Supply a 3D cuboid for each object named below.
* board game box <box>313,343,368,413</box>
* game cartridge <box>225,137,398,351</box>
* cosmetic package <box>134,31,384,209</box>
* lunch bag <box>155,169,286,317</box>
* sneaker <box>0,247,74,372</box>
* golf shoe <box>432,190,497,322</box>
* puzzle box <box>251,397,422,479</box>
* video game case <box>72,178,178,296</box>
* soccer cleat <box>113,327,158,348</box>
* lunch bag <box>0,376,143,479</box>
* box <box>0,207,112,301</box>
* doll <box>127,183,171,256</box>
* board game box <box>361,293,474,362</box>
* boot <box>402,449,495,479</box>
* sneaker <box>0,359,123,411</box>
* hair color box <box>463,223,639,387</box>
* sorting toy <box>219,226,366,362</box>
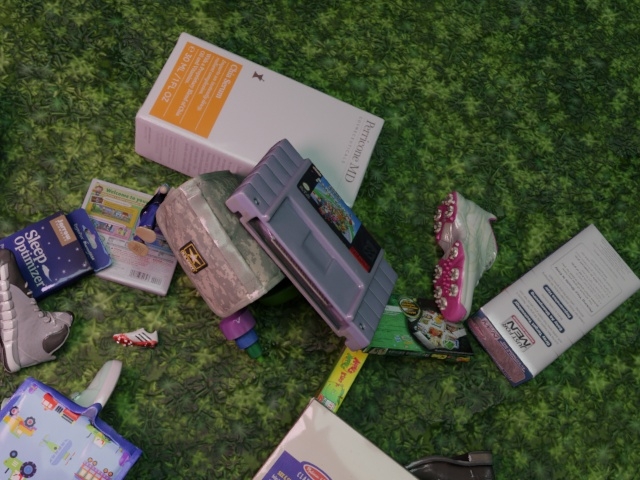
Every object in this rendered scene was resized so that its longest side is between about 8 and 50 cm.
[{"bbox_3d":[0.040,0.258,1.572,0.043,0.092,0.181,32,65,2],"label":"board game box"},{"bbox_3d":[0.000,0.000,1.487,0.355,0.068,0.230,50,39,-14],"label":"game cartridge"},{"bbox_3d":[-0.126,-0.214,1.690,0.453,0.161,0.230,22,65,-4],"label":"cosmetic package"},{"bbox_3d":[-0.175,0.003,1.487,0.169,0.287,0.235,-32,91,0],"label":"lunch bag"},{"bbox_3d":[-0.512,0.117,1.477,0.132,0.086,0.229,-7,109,-27],"label":"sneaker"},{"bbox_3d":[0.311,0.037,1.703,0.140,0.115,0.306,19,55,-16],"label":"golf shoe"},{"bbox_3d":[0.067,0.506,1.448,0.409,0.052,0.272,38,87,4],"label":"puzzle box"},{"bbox_3d":[-0.377,-0.007,1.622,0.212,0.023,0.193,17,66,-5],"label":"video game case"},{"bbox_3d":[-0.347,0.181,1.550,0.083,0.029,0.036,8,58,-13],"label":"soccer cleat"},{"bbox_3d":[-0.448,0.379,1.317,0.221,0.138,0.293,36,91,-1],"label":"lunch bag"},{"bbox_3d":[-0.523,0.036,1.545,0.225,0.036,0.136,-28,76,-13],"label":"box"},{"bbox_3d":[-0.322,-0.048,1.573,0.046,0.129,0.189,28,33,-14],"label":"doll"},{"bbox_3d":[0.177,0.167,1.611,0.259,0.030,0.136,10,49,-30],"label":"board game box"},{"bbox_3d":[0.246,0.514,1.516,0.262,0.091,0.229,-3,68,-17],"label":"boot"},{"bbox_3d":[-0.466,0.287,1.437,0.151,0.094,0.256,36,67,-4],"label":"sneaker"},{"bbox_3d":[0.488,0.132,1.720,0.347,0.105,0.174,-33,78,-23],"label":"hair color box"},{"bbox_3d":[-0.024,0.115,1.623,0.365,0.127,0.126,-36,103,-25],"label":"sorting toy"}]
